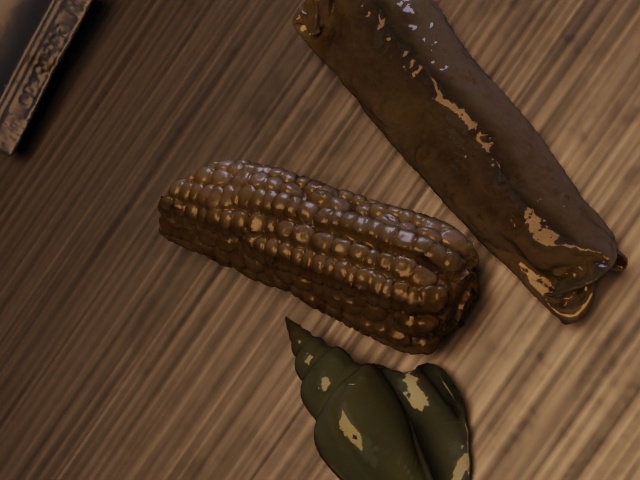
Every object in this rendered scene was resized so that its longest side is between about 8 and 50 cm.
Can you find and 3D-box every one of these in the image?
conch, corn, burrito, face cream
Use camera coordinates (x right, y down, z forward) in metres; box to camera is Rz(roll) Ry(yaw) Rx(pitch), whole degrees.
[{"bbox_3d":[0.037,0.114,0.796,0.180,0.088,0.065,52,141,12],"label":"conch"},{"bbox_3d":[0.000,0.000,0.812,0.211,0.087,0.087,25,89,24],"label":"corn"},{"bbox_3d":[0.089,-0.068,0.807,0.082,0.059,0.275,-43,71,14],"label":"burrito"},{"bbox_3d":[-0.348,-0.208,0.956,0.385,0.086,0.136,29,93,14],"label":"face cream"}]
